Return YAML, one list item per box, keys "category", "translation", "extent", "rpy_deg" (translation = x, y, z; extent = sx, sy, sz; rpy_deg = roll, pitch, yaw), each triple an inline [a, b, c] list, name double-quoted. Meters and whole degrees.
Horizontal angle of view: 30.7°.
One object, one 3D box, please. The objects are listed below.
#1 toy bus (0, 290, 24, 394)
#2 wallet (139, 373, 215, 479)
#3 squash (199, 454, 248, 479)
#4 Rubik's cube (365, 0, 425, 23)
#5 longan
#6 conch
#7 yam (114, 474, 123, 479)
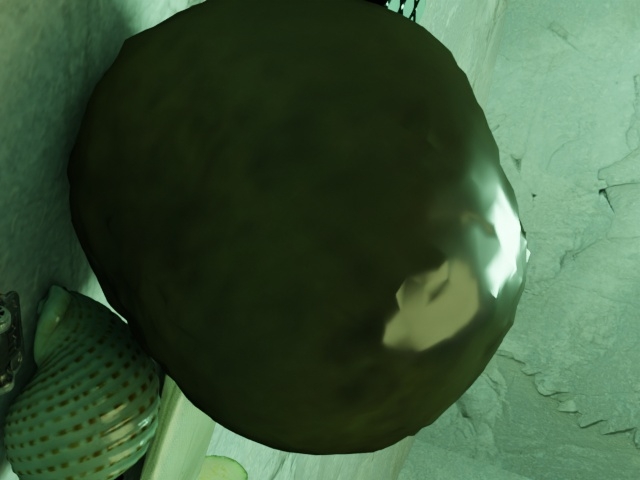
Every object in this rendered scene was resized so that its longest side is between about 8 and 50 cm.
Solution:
- category: "toy bus"
  translation: [-0.288, 0.103, 0.848]
  extent: [0.174, 0.077, 0.079]
  rpy_deg: [-55, 158, -50]
- category: "wallet"
  translation: [-0.182, 0.251, 1.459]
  extent: [0.335, 0.068, 0.274]
  rpy_deg: [70, 39, -81]
- category: "squash"
  translation: [-0.164, 0.407, 1.698]
  extent: [0.095, 0.095, 0.188]
  rpy_deg: [-55, 162, -52]
- category: "Rubik's cube"
  translation: [0.033, -0.306, 1.435]
  extent: [0.162, 0.161, 0.163]
  rpy_deg: [85, 26, -58]
- category: "longan"
  translation: [-0.007, -0.019, 1.041]
  extent: [0.404, 0.436, 0.404]
  rpy_deg: [-28, 138, -28]
- category: "conch"
  translation: [-0.212, 0.147, 1.091]
  extent: [0.172, 0.131, 0.200]
  rpy_deg: [-25, 132, -71]
- category: "yam"
  translation: [-0.252, 0.288, 1.348]
  extent: [0.107, 0.014, 0.014]
  rpy_deg: [-17, 123, -75]
